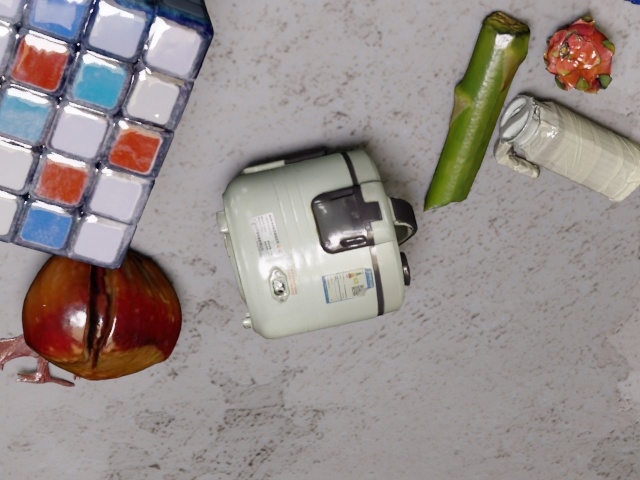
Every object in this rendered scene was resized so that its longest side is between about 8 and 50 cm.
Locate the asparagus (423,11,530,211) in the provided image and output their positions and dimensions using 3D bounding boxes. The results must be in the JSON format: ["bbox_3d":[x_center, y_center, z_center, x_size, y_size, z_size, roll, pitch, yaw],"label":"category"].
[{"bbox_3d":[0.198,-0.154,1.343,0.067,0.060,0.278,0,121,-24],"label":"asparagus"}]

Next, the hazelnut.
[{"bbox_3d":[-0.277,0.090,1.334,0.204,0.178,0.178,6,119,-21],"label":"hazelnut"}]

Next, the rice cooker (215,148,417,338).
[{"bbox_3d":[0.000,0.000,1.302,0.244,0.226,0.226,-10,122,-3],"label":"rice cooker"}]

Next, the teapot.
[{"bbox_3d":[0.323,-0.116,1.389,0.200,0.077,0.107,22,133,-23],"label":"teapot"}]

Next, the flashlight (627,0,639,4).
[{"bbox_3d":[0.441,-0.307,1.319,0.121,0.035,0.057,3,120,-14],"label":"flashlight"}]

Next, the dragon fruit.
[{"bbox_3d":[0.331,-0.225,1.320,0.116,0.086,0.081,37,69,-36],"label":"dragon fruit"}]

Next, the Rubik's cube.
[{"bbox_3d":[-0.300,-0.184,1.081,0.286,0.292,0.293,17,114,-20],"label":"Rubik's cube"}]

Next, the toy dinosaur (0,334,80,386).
[{"bbox_3d":[-0.373,0.155,1.419,0.220,0.032,0.108,11,115,-21],"label":"toy dinosaur"}]
